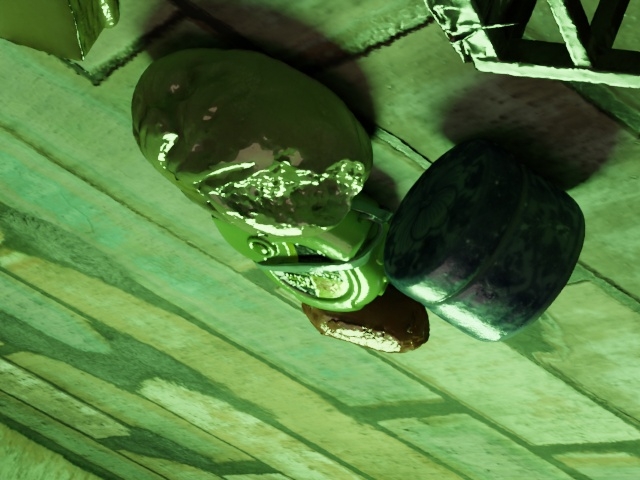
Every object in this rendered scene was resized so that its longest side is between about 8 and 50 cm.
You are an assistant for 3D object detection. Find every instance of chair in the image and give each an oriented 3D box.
[{"bbox_3d":[0.088,-0.190,0.930,0.270,0.136,0.147,9,153,31],"label":"chair"}]

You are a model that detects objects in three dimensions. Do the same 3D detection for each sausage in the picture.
[{"bbox_3d":[0.050,0.077,1.706,0.141,0.076,0.076,19,159,17],"label":"sausage"}]

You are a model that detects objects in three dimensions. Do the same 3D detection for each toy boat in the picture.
[{"bbox_3d":[-0.238,-0.222,1.309,0.116,0.061,0.188,19,158,14],"label":"toy boat"}]

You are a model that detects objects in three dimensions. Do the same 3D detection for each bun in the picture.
[{"bbox_3d":[-0.065,-0.075,1.403,0.237,0.116,0.210,3,150,48],"label":"bun"}]

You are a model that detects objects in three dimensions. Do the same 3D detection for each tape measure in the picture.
[{"bbox_3d":[0.000,0.000,1.553,0.177,0.087,0.154,8,142,32],"label":"tape measure"}]

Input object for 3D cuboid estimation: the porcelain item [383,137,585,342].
[{"bbox_3d":[0.131,-0.002,1.326,0.114,0.147,0.147,35,157,-20],"label":"porcelain item"}]
